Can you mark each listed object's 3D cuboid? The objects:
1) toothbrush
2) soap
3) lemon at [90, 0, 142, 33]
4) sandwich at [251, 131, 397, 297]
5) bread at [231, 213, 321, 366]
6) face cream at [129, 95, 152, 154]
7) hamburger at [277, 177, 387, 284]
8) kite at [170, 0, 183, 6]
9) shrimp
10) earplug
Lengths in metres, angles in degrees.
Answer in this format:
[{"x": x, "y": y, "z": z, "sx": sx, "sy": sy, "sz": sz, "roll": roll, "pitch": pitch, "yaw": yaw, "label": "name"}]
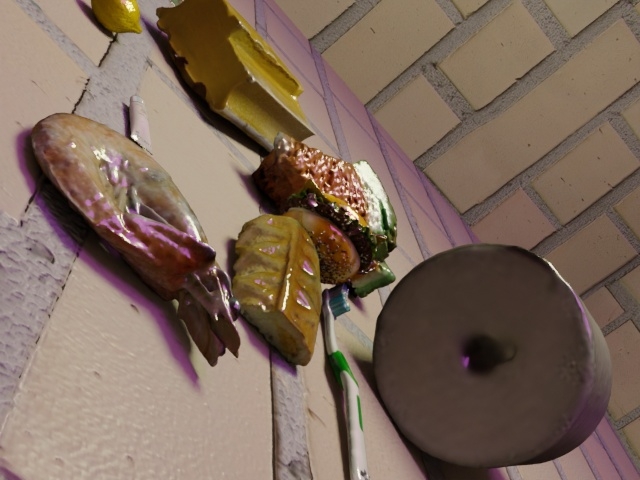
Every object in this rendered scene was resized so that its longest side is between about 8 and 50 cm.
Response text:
[{"x": 0.029, "y": 0.177, "z": 1.162, "sx": 0.042, "sy": 0.040, "sz": 0.418, "roll": 59, "pitch": 13, "yaw": -27, "label": "toothbrush"}, {"x": -0.143, "y": -0.296, "z": 1.621, "sx": 0.259, "sy": 0.143, "sz": 0.281, "roll": 60, "pitch": 10, "yaw": 23, "label": "soap"}, {"x": -0.303, "y": -0.342, "z": 1.344, "sx": 0.092, "sy": 0.065, "sz": 0.065, "roll": 44, "pitch": 15, "yaw": -20, "label": "lemon"}, {"x": 0.019, "y": -0.076, "z": 1.510, "sx": 0.301, "sy": 0.162, "sz": 0.250, "roll": 45, "pitch": 11, "yaw": -38, "label": "sandwich"}, {"x": -0.049, "y": 0.047, "z": 1.140, "sx": 0.128, "sy": 0.088, "sz": 0.232, "roll": 37, "pitch": 23, "yaw": -23, "label": "bread"}, {"x": -0.234, "y": -0.150, "z": 1.165, "sx": 0.038, "sy": 0.020, "sz": 0.115, "roll": 43, "pitch": 19, "yaw": -36, "label": "face cream"}, {"x": 0.001, "y": 0.003, "z": 1.303, "sx": 0.164, "sy": 0.093, "sz": 0.189, "roll": 33, "pitch": -25, "yaw": 8, "label": "hamburger"}, {"x": -0.278, "y": -0.464, "z": 1.868, "sx": 0.229, "sy": 0.012, "sz": 0.250, "roll": 48, "pitch": 15, "yaw": -12, "label": "kite"}, {"x": -0.179, "y": -0.010, "z": 0.890, "sx": 0.317, "sy": 0.077, "sz": 0.168, "roll": 52, "pitch": 23, "yaw": 19, "label": "shrimp"}, {"x": 0.292, "y": 0.191, "z": 1.397, "sx": 0.313, "sy": 0.312, "sz": 0.394, "roll": 58, "pitch": 14, "yaw": 24, "label": "earplug"}]
